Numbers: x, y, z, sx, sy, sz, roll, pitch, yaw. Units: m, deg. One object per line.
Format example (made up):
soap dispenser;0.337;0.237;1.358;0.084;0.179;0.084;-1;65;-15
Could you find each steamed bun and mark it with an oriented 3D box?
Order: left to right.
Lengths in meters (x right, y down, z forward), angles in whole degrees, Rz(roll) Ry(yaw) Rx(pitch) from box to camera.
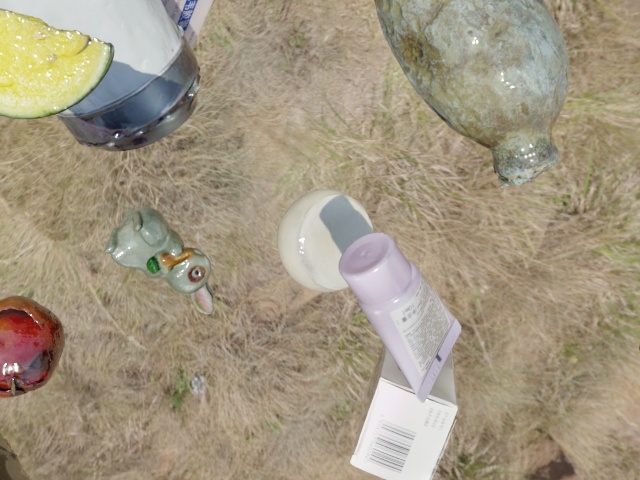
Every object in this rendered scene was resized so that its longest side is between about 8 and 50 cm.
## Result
steamed bun;0.000;0.000;1.661;0.283;0.177;0.282;-3;95;-39

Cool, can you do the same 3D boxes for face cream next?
face cream;0.132;0.110;0.921;0.273;0.096;0.154;54;54;-31

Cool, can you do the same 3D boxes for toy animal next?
toy animal;-0.261;0.032;1.095;0.236;0.138;0.108;34;115;-32

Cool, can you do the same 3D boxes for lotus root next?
lotus root;0.164;-0.225;0.656;0.175;0.175;0.349;-21;73;-13

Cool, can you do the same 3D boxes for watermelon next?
watermelon;-0.273;-0.164;0.539;0.182;0.075;0.092;12;117;-10

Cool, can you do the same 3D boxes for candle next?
candle;-0.315;-0.300;0.805;0.221;0.221;0.342;-32;135;-9

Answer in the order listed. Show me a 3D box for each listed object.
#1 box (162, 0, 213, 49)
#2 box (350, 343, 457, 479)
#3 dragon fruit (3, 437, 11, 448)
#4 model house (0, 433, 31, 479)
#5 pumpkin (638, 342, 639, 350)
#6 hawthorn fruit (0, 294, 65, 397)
box;-0.279;-0.419;1.050;0.200;0.343;0.065;-28;82;-37
box;0.166;0.303;1.172;0.145;0.333;0.173;21;102;6
dragon fruit;-0.403;0.273;0.718;0.116;0.081;0.086;7;101;22
model house;-0.329;0.293;0.441;0.248;0.176;0.180;-37;85;-11
pumpkin;0.507;0.185;0.770;0.131;0.248;0.125;10;110;-41
hawthorn fruit;-0.461;0.168;0.911;0.148;0.172;0.148;-9;128;-11
